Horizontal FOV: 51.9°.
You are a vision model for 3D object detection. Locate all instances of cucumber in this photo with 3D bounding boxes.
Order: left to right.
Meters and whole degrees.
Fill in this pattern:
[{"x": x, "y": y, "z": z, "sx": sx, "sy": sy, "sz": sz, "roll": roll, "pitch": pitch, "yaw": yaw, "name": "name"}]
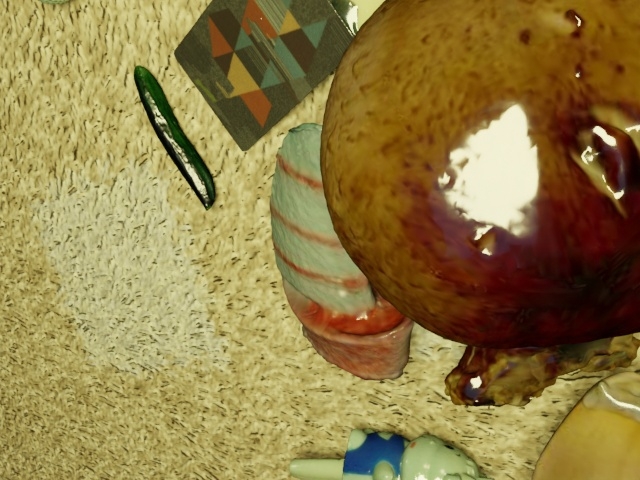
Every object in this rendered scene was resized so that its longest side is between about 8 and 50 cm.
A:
[{"x": -0.171, "y": -0.118, "z": 0.766, "sx": 0.036, "sy": 0.033, "sz": 0.184, "roll": -22, "pitch": 99, "yaw": 55, "name": "cucumber"}]

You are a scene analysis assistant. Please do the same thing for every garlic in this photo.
[{"x": 0.283, "y": 0.256, "z": 0.642, "sx": 0.143, "sy": 0.112, "sz": 0.318, "roll": 11, "pitch": 128, "yaw": 33, "name": "garlic"}]

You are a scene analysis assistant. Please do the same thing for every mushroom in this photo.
[{"x": 0.190, "y": -0.054, "z": 0.530, "sx": 0.331, "sy": 0.356, "sz": 0.334, "roll": -20, "pitch": 71, "yaw": 18, "name": "mushroom"}]

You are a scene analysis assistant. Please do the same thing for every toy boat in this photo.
[{"x": 0.000, "y": 0.000, "z": 0.645, "sx": 0.206, "sy": 0.096, "sz": 0.282, "roll": 33, "pitch": 151, "yaw": 44, "name": "toy boat"}]

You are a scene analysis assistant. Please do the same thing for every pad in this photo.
[{"x": -0.066, "y": -0.195, "z": 0.673, "sx": 0.143, "sy": 0.003, "sz": 0.211, "roll": 54, "pitch": 136, "yaw": -2, "name": "pad"}]

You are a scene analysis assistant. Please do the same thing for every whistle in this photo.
[{"x": 0.078, "y": 0.266, "z": 0.759, "sx": 0.244, "sy": 0.110, "sz": 0.092, "roll": -4, "pitch": 75, "yaw": 26, "name": "whistle"}]

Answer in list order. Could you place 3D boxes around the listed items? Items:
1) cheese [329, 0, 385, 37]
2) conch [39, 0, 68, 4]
[{"x": 0.115, "y": -0.268, "z": 0.565, "sx": 0.127, "sy": 0.054, "sz": 0.251, "roll": 44, "pitch": 120, "yaw": 4, "name": "cheese"}, {"x": -0.315, "y": -0.308, "z": 0.749, "sx": 0.085, "sy": 0.056, "sz": 0.076, "roll": 2, "pitch": 97, "yaw": 24, "name": "conch"}]
